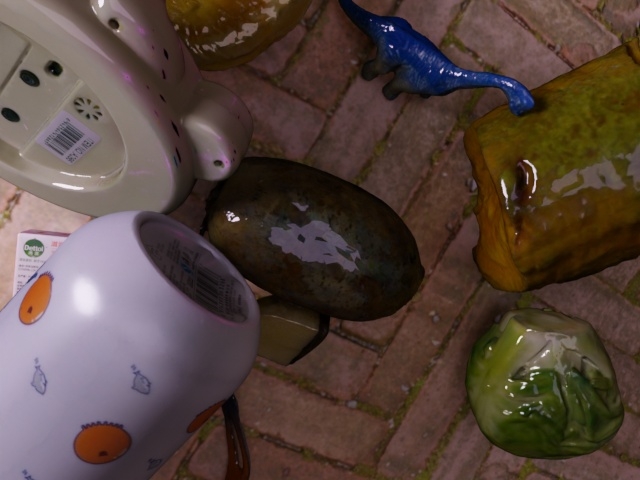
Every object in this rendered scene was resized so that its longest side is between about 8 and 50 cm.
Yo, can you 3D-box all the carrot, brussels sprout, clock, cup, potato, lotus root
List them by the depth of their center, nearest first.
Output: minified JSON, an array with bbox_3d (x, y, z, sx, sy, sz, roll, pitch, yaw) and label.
[{"bbox_3d":[-0.236,-0.141,0.470,0.309,0.283,0.114,39,45,-29],"label":"clock"},{"bbox_3d":[-0.214,0.135,0.492,0.212,0.212,0.317,43,100,-17],"label":"cup"},{"bbox_3d":[0.000,0.000,0.614,0.274,0.152,0.160,24,83,-19],"label":"lotus root"},{"bbox_3d":[0.331,-0.087,0.630,0.340,0.241,0.242,-25,104,11],"label":"carrot"},{"bbox_3d":[-0.055,0.098,0.650,0.103,0.067,0.096,30,126,-23],"label":"potato"},{"bbox_3d":[0.308,0.204,0.736,0.223,0.161,0.223,1,96,6],"label":"brussels sprout"}]

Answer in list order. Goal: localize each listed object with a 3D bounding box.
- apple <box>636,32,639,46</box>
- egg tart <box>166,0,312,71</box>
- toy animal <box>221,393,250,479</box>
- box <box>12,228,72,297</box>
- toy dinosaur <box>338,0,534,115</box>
[{"bbox_3d":[0.550,-0.257,0.737,0.199,0.200,0.200,-2,97,-17],"label":"apple"},{"bbox_3d":[-0.151,-0.319,0.542,0.318,0.128,0.319,-1,95,-16],"label":"egg tart"},{"bbox_3d":[-0.162,0.382,0.652,0.284,0.225,0.302,-41,121,-30],"label":"toy animal"},{"bbox_3d":[-0.275,0.038,0.591,0.125,0.043,0.089,8,95,-17],"label":"box"},{"bbox_3d":[0.117,-0.231,0.603,0.075,0.188,0.248,-43,105,-16],"label":"toy dinosaur"}]
